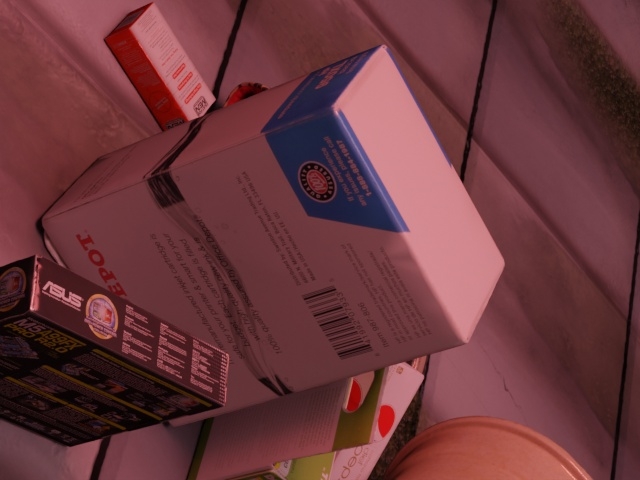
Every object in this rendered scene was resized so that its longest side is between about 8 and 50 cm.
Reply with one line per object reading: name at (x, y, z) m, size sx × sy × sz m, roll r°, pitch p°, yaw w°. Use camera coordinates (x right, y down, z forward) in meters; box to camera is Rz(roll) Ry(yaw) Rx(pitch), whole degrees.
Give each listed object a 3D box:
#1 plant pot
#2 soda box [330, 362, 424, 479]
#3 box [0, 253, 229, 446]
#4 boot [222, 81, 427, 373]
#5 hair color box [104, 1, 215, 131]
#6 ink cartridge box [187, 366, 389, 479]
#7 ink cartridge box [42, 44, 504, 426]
plant pot at (0.131, 0.400, 2.091) m, size 0.305 × 0.333 × 0.334 m, roll -20°, pitch 92°, yaw -55°
soda box at (0.029, 0.227, 2.154) m, size 0.069 × 0.074 × 0.216 m, roll 30°, pitch 89°, yaw -46°
box at (-0.254, 0.113, 1.765) m, size 0.270 × 0.216 × 0.060 m, roll 31°, pitch 51°, yaw -44°
boot at (0.000, 0.000, 2.256) m, size 0.284 × 0.138 × 0.377 m, roll 31°, pitch 48°, yaw -47°
hair color box at (-0.187, -0.200, 2.163) m, size 0.141 × 0.043 × 0.072 m, roll 58°, pitch 36°, yaw -19°
ink cartridge box at (-0.006, 0.200, 2.048) m, size 0.097 × 0.255 × 0.189 m, roll 47°, pitch 41°, yaw -33°
ink cartridge box at (-0.052, 0.003, 1.951) m, size 0.285 × 0.395 × 0.166 m, roll 60°, pitch 33°, yaw -19°
